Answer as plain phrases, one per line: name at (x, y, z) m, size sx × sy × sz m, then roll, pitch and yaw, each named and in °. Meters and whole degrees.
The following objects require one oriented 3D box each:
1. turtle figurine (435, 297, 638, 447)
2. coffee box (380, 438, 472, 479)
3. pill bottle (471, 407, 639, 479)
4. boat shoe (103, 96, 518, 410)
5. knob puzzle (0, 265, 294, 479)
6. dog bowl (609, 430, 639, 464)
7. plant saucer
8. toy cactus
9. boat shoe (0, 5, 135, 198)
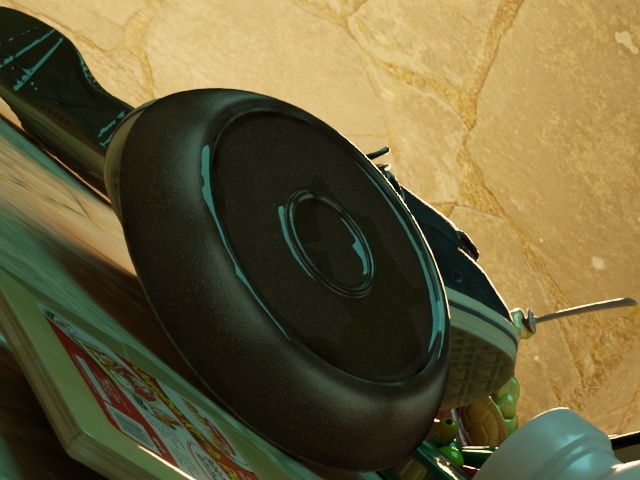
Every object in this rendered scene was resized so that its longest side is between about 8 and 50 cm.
turtle figurine at (0.204, 0.171, 1.634) m, size 0.266 × 0.274 × 0.198 m, roll 29°, pitch -21°, yaw 38°
coffee box at (0.095, 0.202, 1.163) m, size 0.184 × 0.040 × 0.113 m, roll 39°, pitch 1°, yaw 34°
pill bottle at (0.209, 0.228, 0.835) m, size 0.265 × 0.153 × 0.153 m, roll 40°, pitch 1°, yaw 32°
boat shoe at (0.000, 0.000, 1.252) m, size 0.500 × 0.187 × 0.156 m, roll 32°, pitch 37°, yaw -41°
knob puzzle at (-0.056, 0.095, 0.575) m, size 0.213 × 0.030 × 0.213 m, roll 38°, pitch 0°, yaw 0°
dog bowl at (0.444, 0.290, 1.441) m, size 0.408 × 0.408 × 0.150 m, roll 38°, pitch 44°, yaw -62°
plant saucer at (-0.006, 0.012, 0.989) m, size 0.310 × 0.050 × 0.310 m, roll 34°, pitch 36°, yaw -30°
toy cactus at (0.142, 0.202, 1.339) m, size 0.180 × 0.112 × 0.219 m, roll 20°, pitch 10°, yaw 35°
boat shoe at (-0.287, -0.141, 1.546) m, size 0.302 × 0.109 × 0.098 m, roll 39°, pitch -39°, yaw 9°
